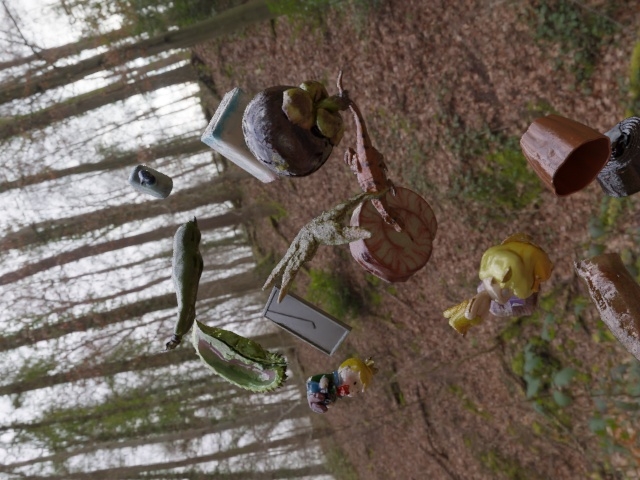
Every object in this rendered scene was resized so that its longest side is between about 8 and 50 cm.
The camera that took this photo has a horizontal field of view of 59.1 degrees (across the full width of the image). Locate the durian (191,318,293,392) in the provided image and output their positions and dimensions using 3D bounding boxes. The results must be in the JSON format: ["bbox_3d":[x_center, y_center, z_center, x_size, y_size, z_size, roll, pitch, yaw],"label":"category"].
[{"bbox_3d":[-0.268,0.383,1.828,0.158,0.352,0.169,-62,-7,-16],"label":"durian"}]

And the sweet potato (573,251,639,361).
[{"bbox_3d":[0.739,0.170,1.366,0.336,0.131,0.131,-100,-13,-45],"label":"sweet potato"}]

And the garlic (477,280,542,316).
[{"bbox_3d":[0.486,0.128,1.452,0.147,0.159,0.102,-54,-35,-11],"label":"garlic"}]

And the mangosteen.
[{"bbox_3d":[-0.039,-0.226,1.085,0.192,0.217,0.192,44,-157,-24],"label":"mangosteen"}]

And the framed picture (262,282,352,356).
[{"bbox_3d":[-0.053,0.276,1.918,0.020,0.290,0.211,-58,-3,-40],"label":"framed picture"}]

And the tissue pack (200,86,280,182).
[{"bbox_3d":[-0.223,-0.338,1.837,0.271,0.124,0.201,33,-102,-25],"label":"tissue pack"}]

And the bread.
[{"bbox_3d":[0.243,-0.026,1.921,0.295,0.114,0.327,32,-119,-9],"label":"bread"}]

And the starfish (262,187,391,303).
[{"bbox_3d":[-0.002,-0.001,1.332,0.078,0.347,0.357,52,-131,-19],"label":"starfish"}]

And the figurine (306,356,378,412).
[{"bbox_3d":[0.075,0.458,1.803,0.185,0.235,0.127,-55,-47,-85],"label":"figurine"}]

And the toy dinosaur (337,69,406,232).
[{"bbox_3d":[0.112,-0.218,1.463,0.431,0.097,0.208,63,-174,-12],"label":"toy dinosaur"}]

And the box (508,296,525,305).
[{"bbox_3d":[0.440,0.101,1.300,0.117,0.036,0.050,51,-137,-38],"label":"box"}]

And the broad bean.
[{"bbox_3d":[-0.301,0.084,1.223,0.056,0.098,0.317,46,-136,-52],"label":"broad bean"}]

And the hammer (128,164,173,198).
[{"bbox_3d":[-0.446,-0.158,1.461,0.194,0.116,0.069,177,117,-81],"label":"hammer"}]

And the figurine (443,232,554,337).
[{"bbox_3d":[0.363,0.094,1.162,0.131,0.246,0.156,48,-175,29],"label":"figurine"}]

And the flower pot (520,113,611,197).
[{"bbox_3d":[0.634,-0.236,1.494,0.173,0.191,0.190,56,178,42],"label":"flower pot"}]

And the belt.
[{"bbox_3d":[1.016,-0.268,1.866,0.164,0.184,0.289,44,-121,-19],"label":"belt"}]
